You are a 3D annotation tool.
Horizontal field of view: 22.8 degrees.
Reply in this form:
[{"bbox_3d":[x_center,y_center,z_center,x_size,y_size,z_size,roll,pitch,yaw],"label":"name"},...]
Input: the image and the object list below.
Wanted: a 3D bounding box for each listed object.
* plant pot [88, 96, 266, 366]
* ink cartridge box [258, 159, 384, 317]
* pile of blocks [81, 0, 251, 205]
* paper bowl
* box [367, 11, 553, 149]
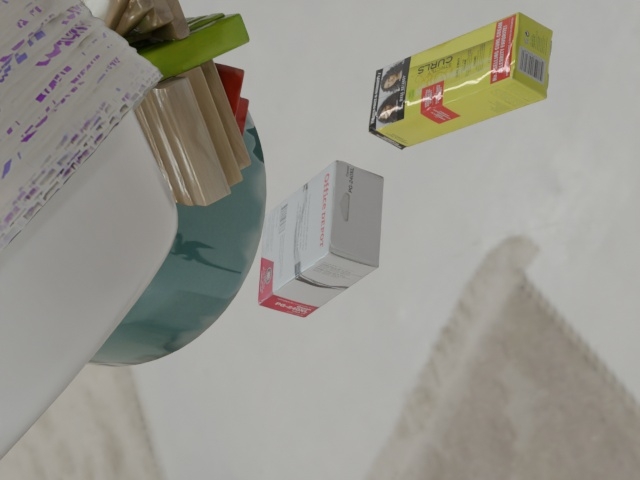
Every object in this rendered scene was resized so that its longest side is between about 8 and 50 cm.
[{"bbox_3d":[-0.222,-0.042,1.256,0.293,0.235,0.293,-1,88,22],"label":"plant pot"},{"bbox_3d":[0.000,0.000,1.629,0.150,0.063,0.109,-35,43,50],"label":"ink cartridge box"},{"bbox_3d":[-0.132,-0.194,1.072,0.362,0.112,0.149,58,153,4],"label":"pile of blocks"},{"bbox_3d":[-0.179,0.017,0.752,0.148,0.284,0.284,41,142,-9],"label":"paper bowl"},{"bbox_3d":[0.152,-0.173,1.754,0.232,0.058,0.087,-15,60,49],"label":"box"}]
